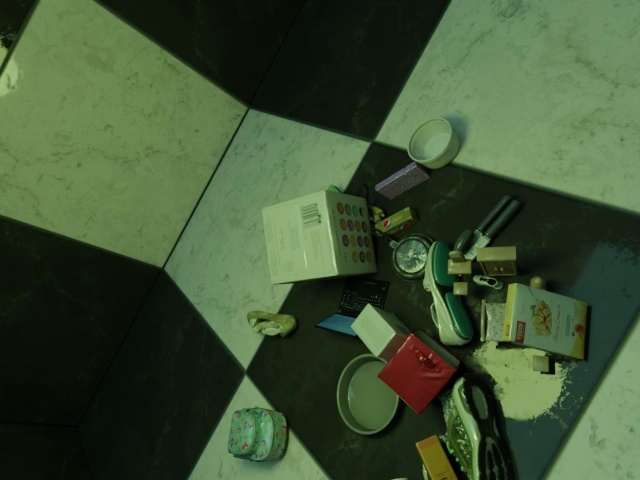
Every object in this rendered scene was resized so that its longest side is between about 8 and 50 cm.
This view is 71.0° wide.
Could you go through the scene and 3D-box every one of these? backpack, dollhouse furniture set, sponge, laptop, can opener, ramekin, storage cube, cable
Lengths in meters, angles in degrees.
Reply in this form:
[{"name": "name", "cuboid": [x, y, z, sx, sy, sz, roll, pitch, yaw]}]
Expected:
[{"name": "backpack", "cuboid": [-0.274, 0.847, 1.966, 0.253, 0.191, 0.225, -12, 61, 35]}, {"name": "dollhouse furniture set", "cuboid": [0.547, 0.213, 1.418, 0.303, 0.174, 0.355, -3, 68, 27]}, {"name": "sponge", "cuboid": [0.353, -0.255, 1.941, 0.210, 0.117, 0.031, -30, 53, 31]}, {"name": "laptop", "cuboid": [0.129, 0.269, 1.885, 0.234, 0.136, 0.264, 5, 74, 45]}, {"name": "can opener", "cuboid": [0.594, -0.047, 1.616, 0.283, 0.095, 0.076, -52, 44, 12]}, {"name": "ramekin", "cuboid": [0.483, -0.401, 1.894, 0.207, 0.109, 0.207, -22, 55, 36]}, {"name": "storage cube", "cuboid": [0.336, 0.433, 1.518, 0.183, 0.215, 0.193, 39, 100, 20]}, {"name": "cable", "cuboid": [0.215, -0.145, 2.091, 0.139, 0.072, 0.287, -59, 27, 30]}]

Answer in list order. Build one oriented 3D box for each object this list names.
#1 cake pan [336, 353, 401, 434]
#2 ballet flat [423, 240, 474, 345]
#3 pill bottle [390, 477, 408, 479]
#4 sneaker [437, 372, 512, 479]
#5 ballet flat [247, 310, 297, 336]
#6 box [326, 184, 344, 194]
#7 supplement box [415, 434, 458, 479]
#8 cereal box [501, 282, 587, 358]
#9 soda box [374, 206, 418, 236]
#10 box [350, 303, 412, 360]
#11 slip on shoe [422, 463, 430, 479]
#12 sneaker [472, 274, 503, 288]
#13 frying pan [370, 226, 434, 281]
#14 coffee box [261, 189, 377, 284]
[{"name": "cake pan", "cuboid": [0.190, 0.588, 1.727, 0.293, 0.054, 0.293, -21, 57, 36]}, {"name": "ballet flat", "cuboid": [0.441, 0.194, 1.638, 0.139, 0.139, 0.400, -28, 53, 32]}, {"name": "pill bottle", "cuboid": [0.272, 0.863, 1.498, 0.067, 0.067, 0.120, -30, 51, 31]}, {"name": "sneaker", "cuboid": [0.460, 0.638, 1.400, 0.182, 0.158, 0.410, -41, 40, 46]}, {"name": "ballet flat", "cuboid": [-0.268, 0.414, 2.206, 0.348, 0.123, 0.123, -4, 68, 40]}, {"name": "box", "cuboid": [0.038, -0.080, 2.178, 0.322, 0.058, 0.232, -58, 41, 20]}, {"name": "supplement box", "cuboid": [0.383, 0.744, 1.408, 0.078, 0.080, 0.233, -21, 53, -4]}, {"name": "cereal box", "cuboid": [0.660, 0.237, 1.319, 0.047, 0.240, 0.173, 134, 149, -74]}, {"name": "soda box", "cuboid": [0.324, -0.072, 1.920, 0.181, 0.061, 0.058, -29, 53, 32]}, {"name": "box", "cuboid": [0.245, 0.354, 1.694, 0.119, 0.181, 0.182, -54, 43, 9]}, {"name": "slip on shoe", "cuboid": [0.364, 0.747, 1.484, 0.041, 0.051, 0.135, -20, 50, 23]}, {"name": "sneaker", "cuboid": [0.582, 0.139, 1.575, 0.109, 0.044, 0.040, 12, 81, 48]}, {"name": "frying pan", "cuboid": [0.343, 0.017, 1.822, 0.197, 0.053, 0.326, -39, 62, 19]}, {"name": "coffee box", "cuboid": [0.000, 0.000, 1.923, 0.338, 0.334, 0.337, -13, 81, 34]}]
